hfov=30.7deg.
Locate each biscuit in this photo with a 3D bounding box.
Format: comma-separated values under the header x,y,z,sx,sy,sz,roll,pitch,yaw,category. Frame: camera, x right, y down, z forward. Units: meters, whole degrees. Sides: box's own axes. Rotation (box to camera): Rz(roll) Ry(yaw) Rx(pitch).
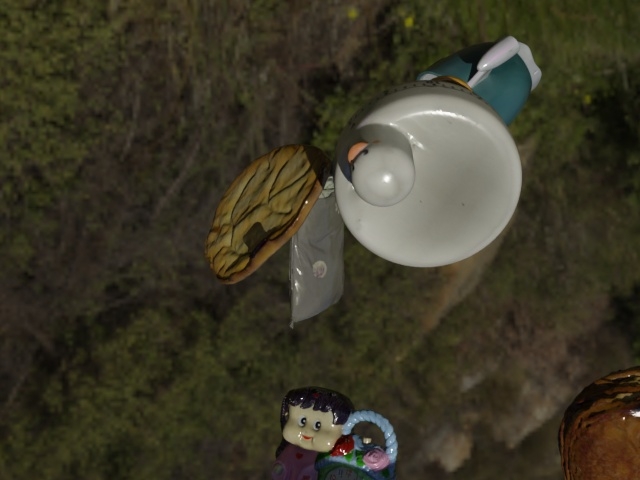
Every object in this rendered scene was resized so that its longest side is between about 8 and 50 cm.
x,y,z,sx,sy,sz,roll,pitch,yaw,category
-0.077,-0.044,1.653,0.041,0.203,0.260,34,127,-30,biscuit

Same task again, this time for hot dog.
x,y,z,sx,sy,sz,roll,pitch,yaw,category
0.450,0.300,1.684,0.196,0.122,0.272,-15,128,-5,hot dog

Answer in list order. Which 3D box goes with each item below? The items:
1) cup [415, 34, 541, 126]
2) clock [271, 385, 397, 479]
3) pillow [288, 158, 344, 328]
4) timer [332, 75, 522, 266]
x,y,z,sx,sy,sz,roll,pitch,yaw,category
0.278,-0.262,1.989,0.173,0.167,0.299,-38,170,-19,cup
0.020,0.321,1.724,0.194,0.195,0.100,9,-178,22,clock
0.000,0.000,1.845,0.059,0.255,0.169,9,-159,29,pillow
0.127,-0.074,1.409,0.234,0.233,0.240,-4,-154,2,timer
